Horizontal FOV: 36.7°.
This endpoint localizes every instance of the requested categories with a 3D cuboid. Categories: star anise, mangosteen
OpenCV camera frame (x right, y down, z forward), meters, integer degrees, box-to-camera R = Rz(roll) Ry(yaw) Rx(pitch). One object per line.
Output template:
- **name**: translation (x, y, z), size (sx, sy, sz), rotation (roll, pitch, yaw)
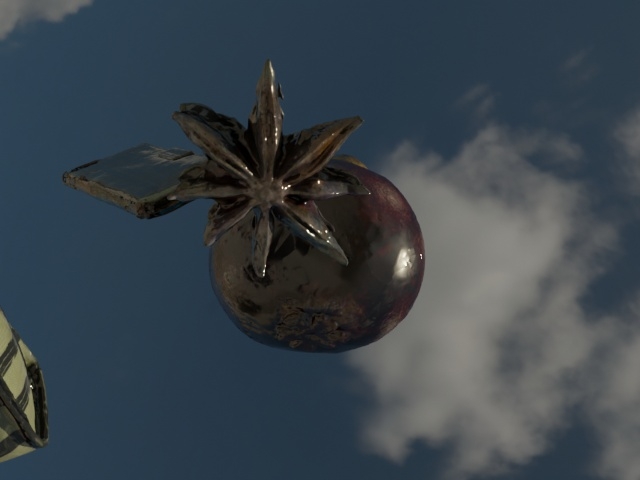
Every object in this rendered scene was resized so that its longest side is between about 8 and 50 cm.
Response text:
- **star anise**: translation (-0.043, -0.063, 0.855), size (0.180, 0.205, 0.061), rotation (-61, -160, 20)
- **mangosteen**: translation (-0.004, 0.009, 1.315), size (0.297, 0.297, 0.293), rotation (-8, -113, 38)

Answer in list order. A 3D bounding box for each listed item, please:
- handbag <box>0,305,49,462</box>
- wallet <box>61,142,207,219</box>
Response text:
- **handbag**: translation (-0.477, 0.124, 0.971), size (0.325, 0.327, 0.162), rotation (-15, -133, -9)
- **wallet**: translation (-0.274, -0.098, 1.505), size (0.317, 0.169, 0.044), rotation (17, -53, 54)
